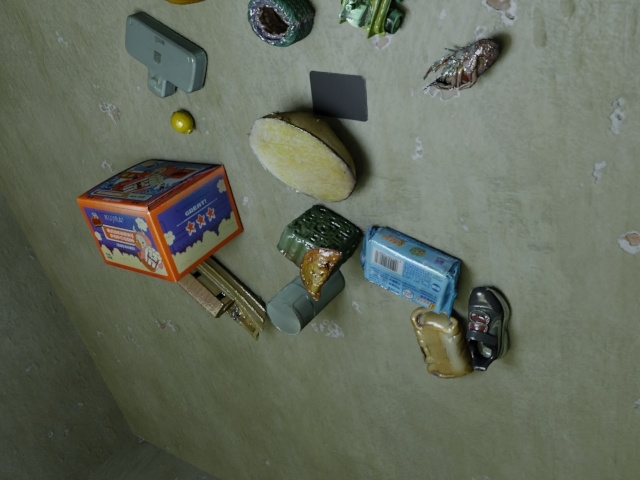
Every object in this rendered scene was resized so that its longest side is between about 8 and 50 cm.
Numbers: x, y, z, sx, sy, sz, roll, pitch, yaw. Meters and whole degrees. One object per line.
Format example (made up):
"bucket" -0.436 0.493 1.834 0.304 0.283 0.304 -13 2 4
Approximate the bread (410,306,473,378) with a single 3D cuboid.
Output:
"bread" 0.333 0.275 1.521 0.134 0.081 0.225 -3 117 35

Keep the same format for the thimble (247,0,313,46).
"thimble" -0.092 -0.503 1.270 0.135 0.090 0.118 37 140 8

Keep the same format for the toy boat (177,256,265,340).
"toy boat" -0.361 0.175 1.961 0.446 0.162 0.135 39 135 10

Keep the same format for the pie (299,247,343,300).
"pie" -0.014 0.077 1.428 0.088 0.033 0.191 36 132 13

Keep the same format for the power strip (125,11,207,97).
"power strip" -0.440 -0.498 1.585 0.265 0.059 0.193 35 133 14

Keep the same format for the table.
"table" -0.042 0.162 1.641 0.126 0.220 0.126 24 134 27

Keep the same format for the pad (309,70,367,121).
"pad" 0.042 -0.345 1.345 0.157 0.003 0.112 17 131 30

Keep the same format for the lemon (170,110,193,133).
"lemon" -0.410 -0.350 1.672 0.083 0.062 0.062 47 139 0

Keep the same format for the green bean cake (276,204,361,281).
"green bean cake" 0.000 0.000 1.512 0.173 0.181 0.094 36 136 16

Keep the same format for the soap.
"soap" 0.227 0.074 1.456 0.293 0.077 0.156 26 135 23

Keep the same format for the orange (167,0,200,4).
"orange" -0.291 -0.636 1.203 0.264 0.264 0.264 22 133 26

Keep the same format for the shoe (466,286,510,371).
"shoe" 0.407 0.225 1.397 0.099 0.112 0.227 7 127 38

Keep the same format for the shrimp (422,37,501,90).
"shrimp" 0.272 -0.339 1.112 0.073 0.074 0.190 28 158 -27

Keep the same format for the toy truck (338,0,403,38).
"toy truck" 0.105 -0.515 1.064 0.128 0.135 0.259 34 134 14

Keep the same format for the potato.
"potato" -0.031 -0.223 1.419 0.299 0.116 0.239 32 145 0

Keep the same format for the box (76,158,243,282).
"box" -0.492 -0.083 1.754 0.349 0.319 0.256 11 125 35
